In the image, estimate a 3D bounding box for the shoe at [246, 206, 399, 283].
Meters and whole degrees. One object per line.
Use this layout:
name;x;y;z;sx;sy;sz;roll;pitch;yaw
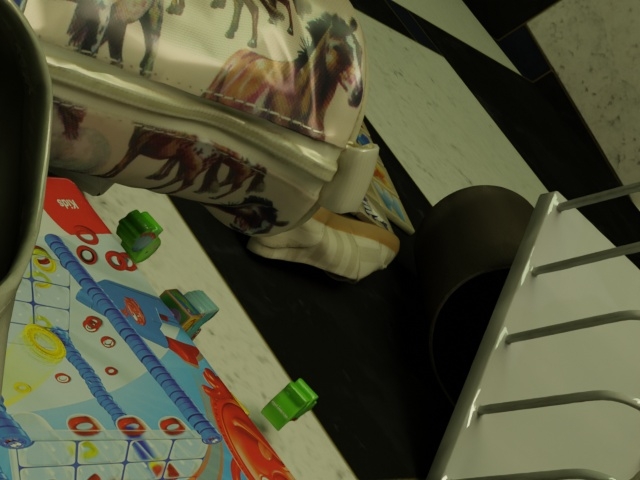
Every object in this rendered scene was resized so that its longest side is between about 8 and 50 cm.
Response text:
shoe;0.000;0.000;1.356;0.076;0.058;0.219;22;-1;26

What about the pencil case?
pencil case;-0.154;-0.114;0.873;0.410;0.160;0.183;15;32;-40

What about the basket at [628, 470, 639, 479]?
basket;0.310;0.327;1.017;0.328;0.266;0.331;39;18;-30

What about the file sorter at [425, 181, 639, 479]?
file sorter;0.240;0.114;1.251;0.193;0.173;0.278;40;59;-25

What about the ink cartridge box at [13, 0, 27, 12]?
ink cartridge box;-0.263;-0.167;0.647;0.332;0.065;0.165;16;56;-7

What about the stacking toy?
stacking toy;-0.094;0.054;0.980;0.167;0.052;0.221;47;10;11

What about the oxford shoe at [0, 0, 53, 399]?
oxford shoe;-0.154;0.084;0.447;0.169;0.130;0.449;37;41;-41

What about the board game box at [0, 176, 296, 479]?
board game box;-0.123;0.110;0.713;0.302;0.086;0.308;52;16;12

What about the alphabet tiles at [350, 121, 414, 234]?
alphabet tiles;-0.025;-0.142;1.677;0.285;0.011;0.342;36;20;-36

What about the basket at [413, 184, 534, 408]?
basket;0.163;0.052;1.488;0.204;0.154;0.227;43;13;-24

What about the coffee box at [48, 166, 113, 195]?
coffee box;-0.205;-0.191;1.128;0.168;0.119;0.297;32;23;-41
